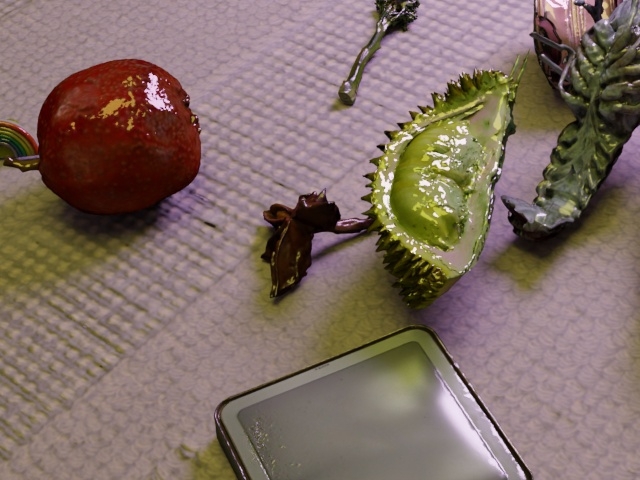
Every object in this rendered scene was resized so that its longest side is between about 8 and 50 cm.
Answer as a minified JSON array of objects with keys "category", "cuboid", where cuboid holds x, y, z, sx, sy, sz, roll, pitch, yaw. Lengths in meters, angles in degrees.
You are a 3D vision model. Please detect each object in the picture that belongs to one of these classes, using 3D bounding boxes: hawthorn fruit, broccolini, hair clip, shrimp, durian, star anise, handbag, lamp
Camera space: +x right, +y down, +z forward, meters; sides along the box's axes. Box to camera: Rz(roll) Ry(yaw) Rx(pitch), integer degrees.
[{"category":"hawthorn fruit","cuboid":[-0.281,-0.125,1.759,0.253,0.205,0.205,-19,43,0]},{"category":"broccolini","cuboid":[0.083,-0.279,1.983,0.057,0.071,0.254,34,54,-14]},{"category":"hair clip","cuboid":[-0.483,-0.142,1.910,0.188,0.060,0.033,1,26,17]},{"category":"shrimp","cuboid":[0.345,-0.186,1.660,0.221,0.166,0.410,24,96,43]},{"category":"durian","cuboid":[0.152,-0.055,1.606,0.169,0.158,0.352,-4,47,30]},{"category":"star anise","cuboid":[0.006,-0.004,1.685,0.140,0.144,0.158,-50,30,22]},{"category":"handbag","cuboid":[0.348,-0.295,1.839,0.116,0.179,0.205,-7,69,16]},{"category":"lamp","cuboid":[0.051,0.224,1.428,0.269,0.047,0.266,-21,43,-12]}]
